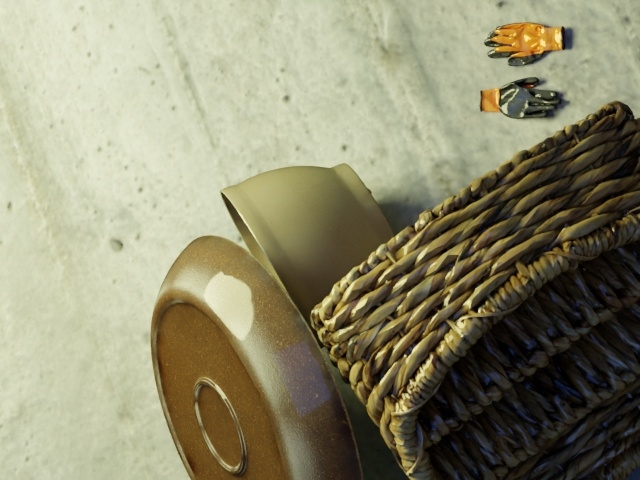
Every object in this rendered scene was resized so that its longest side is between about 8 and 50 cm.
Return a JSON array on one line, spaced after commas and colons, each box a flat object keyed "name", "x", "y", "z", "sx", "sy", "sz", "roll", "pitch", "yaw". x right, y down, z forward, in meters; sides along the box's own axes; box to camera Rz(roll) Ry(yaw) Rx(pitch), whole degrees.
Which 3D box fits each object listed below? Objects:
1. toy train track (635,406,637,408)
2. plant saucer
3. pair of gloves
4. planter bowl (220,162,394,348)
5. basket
[{"name": "toy train track", "x": 0.248, "y": 0.114, "z": 1.240, "sx": 0.083, "sy": 0.014, "sz": 0.048, "roll": 48, "pitch": 114, "yaw": 27}, {"name": "plant saucer", "x": -0.067, "y": 0.149, "z": 1.271, "sx": 0.310, "sy": 0.050, "sz": 0.311, "roll": 41, "pitch": 141, "yaw": 45}, {"name": "pair of gloves", "x": 0.173, "y": -0.146, "z": 1.297, "sx": 0.074, "sy": 0.010, "sz": 0.083, "roll": 3, "pitch": 89, "yaw": 27}, {"name": "planter bowl", "x": 0.000, "y": 0.000, "z": 1.305, "sx": 0.109, "sy": 0.162, "sz": 0.162, "roll": -31, "pitch": 72, "yaw": -5}, {"name": "basket", "x": 0.174, "y": 0.071, "z": 1.126, "sx": 0.299, "sy": 0.213, "sz": 0.223, "roll": -33, "pitch": 71, "yaw": -3}]
